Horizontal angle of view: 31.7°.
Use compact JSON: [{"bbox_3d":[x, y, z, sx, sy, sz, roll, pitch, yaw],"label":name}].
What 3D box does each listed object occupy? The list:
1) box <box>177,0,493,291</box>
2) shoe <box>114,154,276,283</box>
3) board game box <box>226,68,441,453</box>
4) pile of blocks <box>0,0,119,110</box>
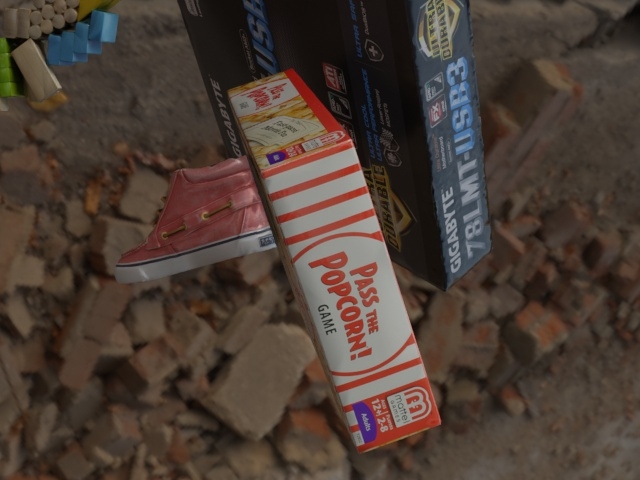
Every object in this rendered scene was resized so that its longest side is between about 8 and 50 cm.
[{"bbox_3d":[0.002,-0.135,0.931,0.073,0.293,0.295,-39,138,-26],"label":"box"},{"bbox_3d":[-0.111,-0.016,0.935,0.063,0.178,0.081,-16,91,-52],"label":"shoe"},{"bbox_3d":[0.000,0.000,0.589,0.045,0.193,0.146,-19,110,-3],"label":"board game box"},{"bbox_3d":[-0.372,-0.287,1.620,0.362,0.149,0.112,-27,178,20],"label":"pile of blocks"}]
